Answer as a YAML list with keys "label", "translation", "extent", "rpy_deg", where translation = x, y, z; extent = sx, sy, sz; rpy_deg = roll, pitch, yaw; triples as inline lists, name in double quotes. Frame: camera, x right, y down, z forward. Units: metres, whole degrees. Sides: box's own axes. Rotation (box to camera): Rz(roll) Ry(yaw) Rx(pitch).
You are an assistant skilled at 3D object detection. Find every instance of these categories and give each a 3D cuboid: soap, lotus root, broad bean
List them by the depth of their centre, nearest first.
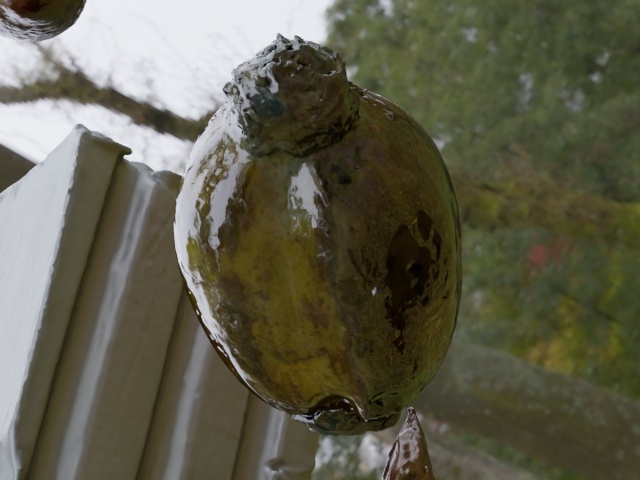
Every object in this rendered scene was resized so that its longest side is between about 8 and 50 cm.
- label: "lotus root"
  translation: [0.000, 0.000, 0.580]
  extent: [0.120, 0.120, 0.209]
  rpy_deg: [-49, -37, -34]
- label: "soap"
  translation: [-0.181, 0.174, 1.263]
  extent: [0.350, 0.213, 0.435]
  rpy_deg: [33, -128, -36]
- label: "broad bean"
  translation: [-0.286, -0.244, 1.380]
  extent: [0.114, 0.084, 0.165]
  rpy_deg: [-16, -8, -14]

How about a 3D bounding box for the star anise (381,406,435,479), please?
- label: "star anise"
  translation: [0.106, 0.303, 1.111]
  extent: [0.237, 0.346, 0.148]
  rpy_deg: [-7, -43, -13]
